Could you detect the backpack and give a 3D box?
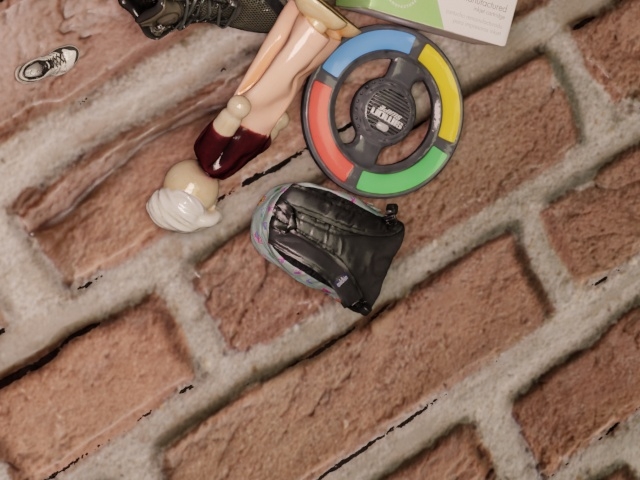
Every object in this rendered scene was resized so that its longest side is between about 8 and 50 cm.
[{"bbox_3d":[0.000,0.000,1.777,0.182,0.115,0.152,26,76,-20],"label":"backpack"}]

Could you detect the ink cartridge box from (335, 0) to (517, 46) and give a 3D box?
[{"bbox_3d":[0.171,-0.445,1.772,0.207,0.119,0.353,11,96,-22],"label":"ink cartridge box"}]

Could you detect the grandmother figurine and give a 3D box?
[{"bbox_3d":[-0.091,-0.148,1.700,0.104,0.208,0.342,43,101,21],"label":"grandmother figurine"}]

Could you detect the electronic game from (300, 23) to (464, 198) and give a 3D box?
[{"bbox_3d":[0.083,-0.169,1.822,0.229,0.048,0.229,-3,98,-20],"label":"electronic game"}]

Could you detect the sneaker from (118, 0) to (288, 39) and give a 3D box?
[{"bbox_3d":[-0.147,-0.282,1.675,0.228,0.087,0.130,21,46,-20],"label":"sneaker"}]

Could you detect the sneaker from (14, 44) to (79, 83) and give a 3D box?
[{"bbox_3d":[-0.326,-0.210,1.672,0.083,0.037,0.032,-29,104,-16],"label":"sneaker"}]
